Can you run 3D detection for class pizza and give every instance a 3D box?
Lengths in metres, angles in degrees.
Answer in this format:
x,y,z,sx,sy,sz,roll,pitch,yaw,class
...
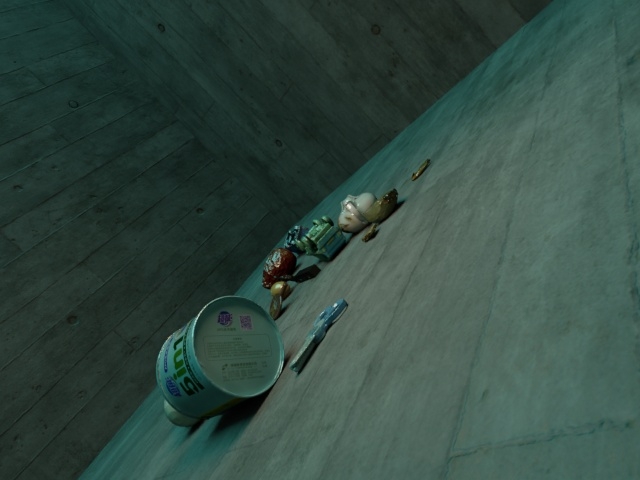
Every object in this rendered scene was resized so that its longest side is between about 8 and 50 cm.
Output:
x,y,z,sx,sy,sz,roll,pitch,yaw,class
0.181,-0.022,1.745,0.083,0.025,0.078,-51,2,12,pizza

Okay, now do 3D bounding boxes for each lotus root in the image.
x,y,z,sx,sy,sz,roll,pitch,yaw,class
0.245,-0.130,1.818,0.143,0.070,0.144,-43,2,-31,lotus root

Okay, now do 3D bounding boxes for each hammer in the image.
x,y,z,sx,sy,sz,roll,pitch,yaw,class
-0.192,0.213,2.277,0.297,0.124,0.027,133,140,-62,hammer

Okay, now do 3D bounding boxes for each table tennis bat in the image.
x,y,z,sx,sy,sz,roll,pitch,yaw,class
-0.129,0.258,1.985,0.170,0.118,0.107,-66,28,18,table tennis bat

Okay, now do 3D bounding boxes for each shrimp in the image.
x,y,z,sx,sy,sz,roll,pitch,yaw,class
0.405,-0.288,1.966,0.114,0.023,0.083,-51,6,-12,shrimp

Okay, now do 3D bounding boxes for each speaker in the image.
x,y,z,sx,sy,sz,roll,pitch,yaw,class
-0.059,0.143,2.083,0.046,0.040,0.191,-48,8,-25,speaker

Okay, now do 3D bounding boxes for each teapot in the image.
x,y,z,sx,sy,sz,roll,pitch,yaw,class
0.150,-0.124,2.023,0.204,0.139,0.298,-42,7,2,teapot

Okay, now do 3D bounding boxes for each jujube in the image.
x,y,z,sx,sy,sz,roll,pitch,yaw,class
-0.223,0.153,2.532,0.237,0.168,0.168,-62,11,-10,jujube

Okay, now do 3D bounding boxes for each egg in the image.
x,y,z,sx,sy,sz,roll,pitch,yaw,class
-0.176,0.221,2.149,0.096,0.080,0.080,-29,18,50,egg

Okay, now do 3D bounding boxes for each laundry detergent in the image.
x,y,z,sx,sy,sz,roll,pitch,yaw,class
-0.304,0.351,1.398,0.305,0.287,0.287,-38,11,40,laundry detergent

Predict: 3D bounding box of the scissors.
x,y,z,sx,sy,sz,roll,pitch,yaw,class
-0.013,0.257,1.308,0.125,0.030,0.256,-39,7,45,scissors

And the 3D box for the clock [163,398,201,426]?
x,y,z,sx,sy,sz,roll,pitch,yaw,class
-0.436,0.499,1.752,0.326,0.184,0.342,-52,5,-18,clock

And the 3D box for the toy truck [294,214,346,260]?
x,y,z,sx,sy,sz,roll,pitch,yaw,class
0.000,0.000,2.086,0.155,0.156,0.279,-47,7,-13,toy truck

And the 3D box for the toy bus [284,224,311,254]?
x,y,z,sx,sy,sz,roll,pitch,yaw,class
-0.120,0.002,2.770,0.234,0.133,0.116,152,131,-65,toy bus
